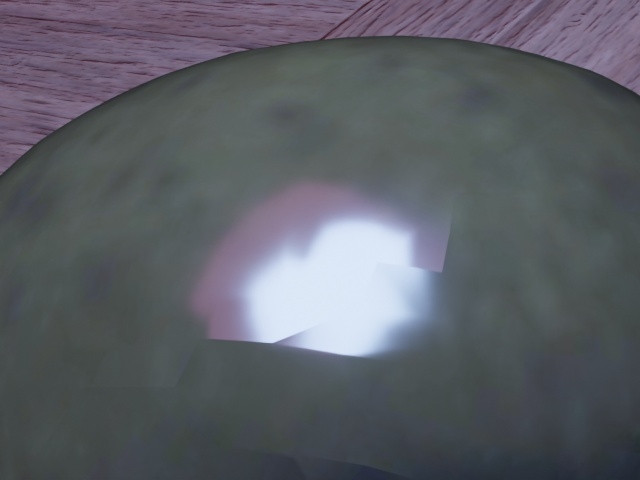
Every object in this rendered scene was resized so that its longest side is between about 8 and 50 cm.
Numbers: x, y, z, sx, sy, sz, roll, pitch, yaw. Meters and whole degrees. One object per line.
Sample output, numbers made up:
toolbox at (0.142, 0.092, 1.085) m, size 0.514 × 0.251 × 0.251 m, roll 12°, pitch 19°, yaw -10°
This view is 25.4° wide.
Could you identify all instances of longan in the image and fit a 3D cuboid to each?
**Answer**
longan at (0.007, 0.088, 0.546) m, size 0.361 × 0.361 × 0.361 m, roll -10°, pitch 31°, yaw 6°
